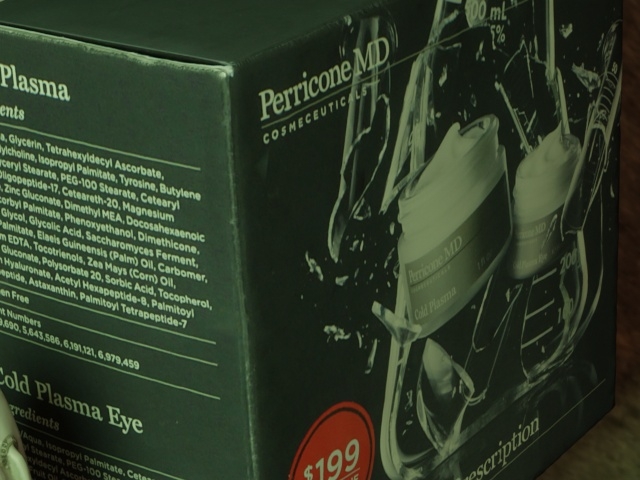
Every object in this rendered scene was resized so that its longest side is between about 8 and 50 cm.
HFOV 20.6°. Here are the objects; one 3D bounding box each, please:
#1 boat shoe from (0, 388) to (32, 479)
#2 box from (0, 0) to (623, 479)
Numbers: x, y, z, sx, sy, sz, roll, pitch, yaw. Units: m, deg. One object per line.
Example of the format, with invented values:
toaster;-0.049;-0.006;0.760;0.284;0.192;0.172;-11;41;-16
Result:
boat shoe;-0.152;0.188;0.779;0.156;0.136;0.367;-61;154;-45
box;0.000;0.000;0.894;0.343;0.179;0.312;-32;126;-47
